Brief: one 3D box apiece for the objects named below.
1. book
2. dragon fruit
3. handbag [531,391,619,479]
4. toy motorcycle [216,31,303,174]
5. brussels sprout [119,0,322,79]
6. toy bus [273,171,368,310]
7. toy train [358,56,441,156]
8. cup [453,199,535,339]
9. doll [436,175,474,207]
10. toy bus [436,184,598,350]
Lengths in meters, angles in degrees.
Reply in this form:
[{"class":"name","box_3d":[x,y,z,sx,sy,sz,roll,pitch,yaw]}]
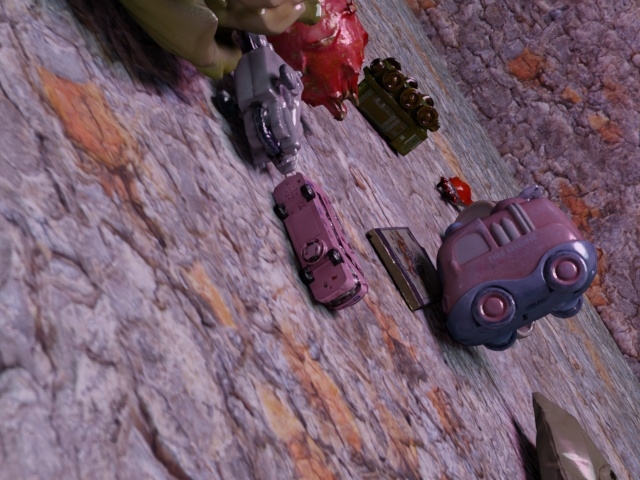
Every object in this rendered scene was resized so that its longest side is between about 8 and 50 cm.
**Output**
[{"class":"book","box_3d":[0.164,0.044,1.650,0.157,0.026,0.231,59,19,10]},{"class":"dragon fruit","box_3d":[-0.015,-0.331,1.580,0.268,0.210,0.205,60,35,-5]},{"class":"handbag","box_3d":[0.467,0.444,1.604,0.315,0.109,0.253,56,22,-17]},{"class":"toy motorcycle","box_3d":[-0.071,-0.204,1.379,0.171,0.110,0.260,53,20,-49]},{"class":"brussels sprout","box_3d":[-0.162,-0.455,1.221,0.361,0.342,0.425,30,52,18]},{"class":"toy bus","box_3d":[0.000,0.000,1.268,0.090,0.063,0.203,32,29,-51]},{"class":"toy train","box_3d":[0.166,-0.304,2.062,0.225,0.137,0.090,42,21,-25]},{"class":"cup","box_3d":[0.405,0.059,2.008,0.257,0.227,0.301,25,64,-35]},{"class":"doll","box_3d":[0.341,-0.123,2.304,0.109,0.057,0.169,59,18,18]},{"class":"toy bus","box_3d":[0.332,0.046,1.639,0.231,0.294,0.197,65,4,23]}]
